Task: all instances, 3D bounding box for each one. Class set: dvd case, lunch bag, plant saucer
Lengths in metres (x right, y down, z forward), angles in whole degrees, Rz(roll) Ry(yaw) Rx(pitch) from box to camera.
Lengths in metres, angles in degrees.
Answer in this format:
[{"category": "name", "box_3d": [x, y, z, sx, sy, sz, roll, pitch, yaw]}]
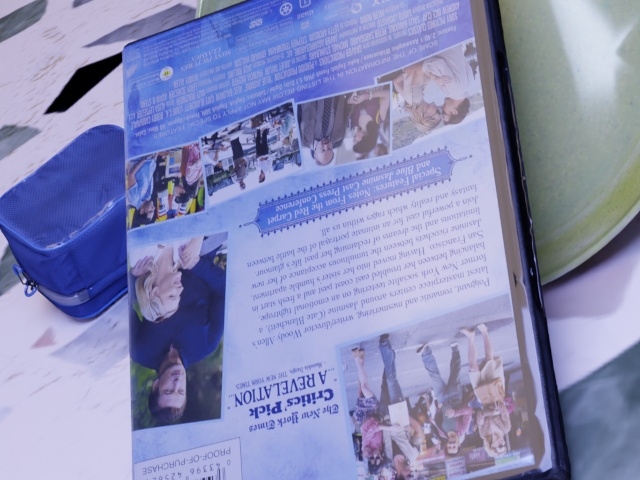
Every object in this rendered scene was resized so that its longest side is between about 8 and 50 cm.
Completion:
[{"category": "dvd case", "box_3d": [0.000, 0.000, 0.670, 0.180, 0.022, 0.253, -16, 61, 21]}, {"category": "lunch bag", "box_3d": [-0.121, -0.005, 0.862, 0.098, 0.065, 0.067, -39, 46, -18]}, {"category": "plant saucer", "box_3d": [0.056, -0.088, 0.727, 0.241, 0.241, 0.037, -18, -11, 21]}]

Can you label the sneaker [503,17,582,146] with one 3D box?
[{"category": "sneaker", "box_3d": [0.129, -0.142, 0.815, 0.131, 0.148, 0.350, 40, 92, 19]}]
